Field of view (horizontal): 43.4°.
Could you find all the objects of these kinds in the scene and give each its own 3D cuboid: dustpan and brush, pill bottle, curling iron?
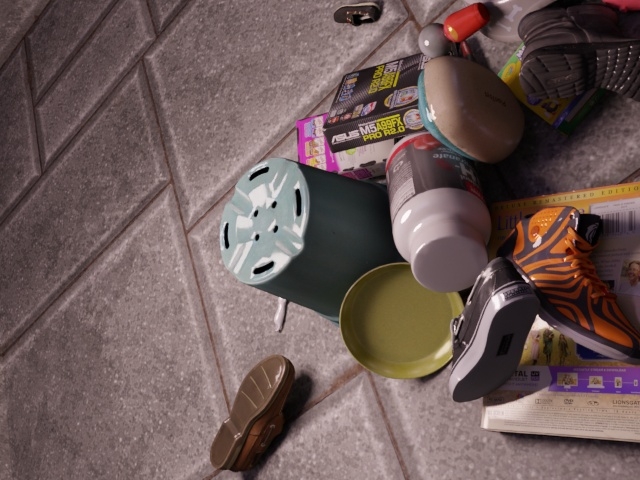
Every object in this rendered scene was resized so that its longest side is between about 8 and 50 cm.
[{"bbox_3d":[-0.090,0.107,1.893,0.147,0.060,0.211,2,71,57],"label":"dustpan and brush"},{"bbox_3d":[0.216,-0.055,1.479,0.176,0.176,0.318,-41,28,27],"label":"pill bottle"},{"bbox_3d":[0.319,-0.312,1.645,0.068,0.035,0.274,-54,47,41],"label":"curling iron"}]

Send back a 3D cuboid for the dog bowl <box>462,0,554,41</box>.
[{"bbox_3d":[0.408,-0.561,1.556,0.349,0.102,0.348,-27,50,36],"label":"dog bowl"}]

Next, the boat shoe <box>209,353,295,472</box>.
[{"bbox_3d":[-0.133,0.386,1.802,0.307,0.104,0.110,-56,37,17],"label":"boat shoe"}]

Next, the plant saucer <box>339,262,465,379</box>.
[{"bbox_3d":[0.157,0.151,1.544,0.241,0.241,0.037,-55,6,16],"label":"plant saucer"}]

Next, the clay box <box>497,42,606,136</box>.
[{"bbox_3d":[0.426,-0.308,1.522,0.127,0.053,0.222,-53,47,16],"label":"clay box"}]

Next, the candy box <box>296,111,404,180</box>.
[{"bbox_3d":[0.067,-0.211,1.778,0.234,0.071,0.159,-12,67,21],"label":"candy box"}]

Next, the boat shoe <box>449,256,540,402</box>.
[{"bbox_3d":[0.266,0.152,1.326,0.306,0.113,0.105,93,162,-48],"label":"boat shoe"}]

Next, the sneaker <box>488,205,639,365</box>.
[{"bbox_3d":[0.411,0.050,1.272,0.321,0.125,0.180,42,108,44],"label":"sneaker"}]

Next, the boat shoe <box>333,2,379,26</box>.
[{"bbox_3d":[0.081,-0.542,1.943,0.133,0.049,0.042,5,72,41],"label":"boat shoe"}]

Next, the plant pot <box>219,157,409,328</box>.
[{"bbox_3d":[0.000,0.000,1.634,0.341,0.334,0.341,-16,66,40],"label":"plant pot"}]

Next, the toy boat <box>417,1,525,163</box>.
[{"bbox_3d":[0.262,-0.288,1.502,0.148,0.268,0.318,-24,60,40],"label":"toy boat"}]

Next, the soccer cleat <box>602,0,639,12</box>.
[{"bbox_3d":[0.611,-0.465,1.386,0.248,0.083,0.095,-7,53,43],"label":"soccer cleat"}]

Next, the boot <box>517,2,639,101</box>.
[{"bbox_3d":[0.511,-0.341,1.382,0.338,0.118,0.222,7,42,12],"label":"boot"}]

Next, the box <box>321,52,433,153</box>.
[{"bbox_3d":[0.133,-0.290,1.651,0.216,0.060,0.270,-12,32,22],"label":"box"}]

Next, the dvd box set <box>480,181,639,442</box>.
[{"bbox_3d":[0.425,0.123,1.370,0.308,0.062,0.420,-9,71,43],"label":"dvd box set"}]
